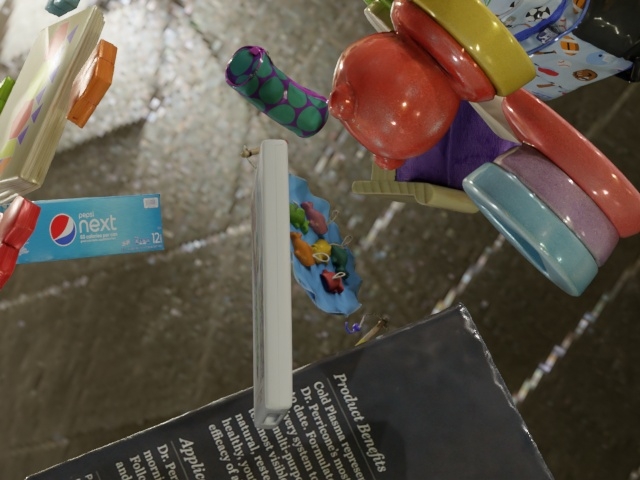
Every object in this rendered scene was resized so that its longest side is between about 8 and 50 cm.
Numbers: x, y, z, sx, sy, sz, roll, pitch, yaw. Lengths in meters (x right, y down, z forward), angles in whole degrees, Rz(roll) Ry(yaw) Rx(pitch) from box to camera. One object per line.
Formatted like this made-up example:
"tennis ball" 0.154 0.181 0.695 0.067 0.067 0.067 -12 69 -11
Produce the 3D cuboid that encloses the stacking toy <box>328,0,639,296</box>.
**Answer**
"stacking toy" 0.102 -0.090 1.229 0.130 0.309 0.279 -45 30 1

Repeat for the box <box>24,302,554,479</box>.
"box" -0.045 0.344 1.606 0.480 0.471 0.297 115 133 -65

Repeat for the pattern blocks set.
"pattern blocks set" -0.248 -0.112 1.337 0.285 0.026 0.325 9 73 62

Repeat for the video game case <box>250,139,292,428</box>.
"video game case" -0.031 0.032 0.937 0.143 0.019 0.157 112 158 -77

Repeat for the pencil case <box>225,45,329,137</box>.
"pencil case" -0.056 -0.201 2.058 0.070 0.151 0.064 -44 41 14

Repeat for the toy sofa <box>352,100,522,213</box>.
"toy sofa" 0.161 -0.219 1.907 0.177 0.150 0.363 4 88 30

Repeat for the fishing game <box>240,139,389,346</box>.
"fishing game" 0.000 0.000 1.744 0.041 0.189 0.264 -28 88 22

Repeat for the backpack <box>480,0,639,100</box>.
"backpack" 0.263 -0.288 1.749 0.263 0.213 0.277 140 147 -63

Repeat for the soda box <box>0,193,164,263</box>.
"soda box" -0.278 -0.013 1.699 0.071 0.210 0.067 -4 91 45
